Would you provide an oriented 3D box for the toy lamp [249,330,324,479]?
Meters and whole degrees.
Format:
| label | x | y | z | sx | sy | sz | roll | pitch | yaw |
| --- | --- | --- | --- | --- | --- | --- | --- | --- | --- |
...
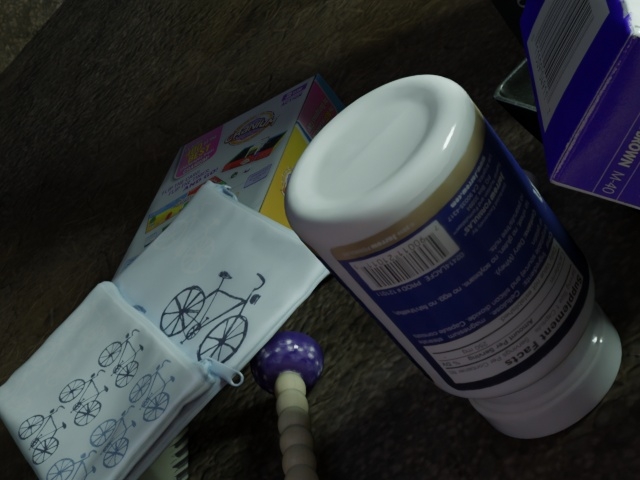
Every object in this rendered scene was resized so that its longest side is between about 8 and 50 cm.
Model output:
| label | x | y | z | sx | sy | sz | roll | pitch | yaw |
| --- | --- | --- | --- | --- | --- | --- | --- | --- | --- |
| toy lamp | -0.016 | 0.184 | 0.998 | 0.080 | 0.080 | 0.275 | -34 | 29 | 16 |

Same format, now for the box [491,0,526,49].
| label | x | y | z | sx | sy | sz | roll | pitch | yaw |
| --- | --- | --- | --- | --- | --- | --- | --- | --- | --- |
| box | 0.304 | -0.442 | 0.973 | 0.471 | 0.480 | 0.297 | -11 | 42 | 44 |

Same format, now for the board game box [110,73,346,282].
| label | x | y | z | sx | sy | sz | roll | pitch | yaw |
| --- | --- | --- | --- | --- | --- | --- | --- | --- | --- |
| board game box | -0.110 | -0.041 | 1.395 | 0.242 | 0.064 | 0.317 | -23 | 30 | 33 |

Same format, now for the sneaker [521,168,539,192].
| label | x | y | z | sx | sy | sz | roll | pitch | yaw |
| --- | --- | --- | --- | --- | --- | --- | --- | --- | --- |
| sneaker | 0.146 | -0.029 | 1.109 | 0.134 | 0.051 | 0.070 | -16 | 37 | 34 |

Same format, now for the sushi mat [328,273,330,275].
| label | x | y | z | sx | sy | sz | roll | pitch | yaw |
| --- | --- | --- | --- | --- | --- | --- | --- | --- | --- |
| sushi mat | 0.000 | 0.000 | 1.278 | 0.316 | 0.019 | 0.151 | -37 | 29 | 9 |

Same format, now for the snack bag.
| label | x | y | z | sx | sy | sz | roll | pitch | yaw |
| --- | --- | --- | --- | --- | --- | --- | --- | --- | --- |
| snack bag | -0.162 | 0.088 | 1.151 | 0.342 | 0.037 | 0.323 | -46 | 29 | -9 |

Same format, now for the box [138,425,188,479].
| label | x | y | z | sx | sy | sz | roll | pitch | yaw |
| --- | --- | --- | --- | --- | --- | --- | --- | --- | --- |
| box | -0.196 | 0.220 | 1.148 | 0.113 | 0.094 | 0.275 | -33 | 31 | 16 |

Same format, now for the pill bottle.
| label | x | y | z | sx | sy | sz | roll | pitch | yaw |
| --- | --- | --- | --- | --- | --- | --- | --- | --- | --- |
| pill bottle | 0.106 | 0.021 | 0.869 | 0.153 | 0.265 | 0.153 | -29 | 32 | 20 |

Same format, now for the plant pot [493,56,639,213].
| label | x | y | z | sx | sy | sz | roll | pitch | yaw |
| --- | --- | --- | --- | --- | --- | --- | --- | --- | --- |
| plant pot | 0.284 | -0.103 | 0.918 | 0.187 | 0.167 | 0.188 | -45 | 30 | -5 |

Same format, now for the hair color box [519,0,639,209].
| label | x | y | z | sx | sy | sz | roll | pitch | yaw |
| --- | --- | --- | --- | --- | --- | --- | --- | --- | --- |
| hair color box | 0.299 | -0.077 | 0.698 | 0.185 | 0.338 | 0.110 | -86 | 17 | -51 |
